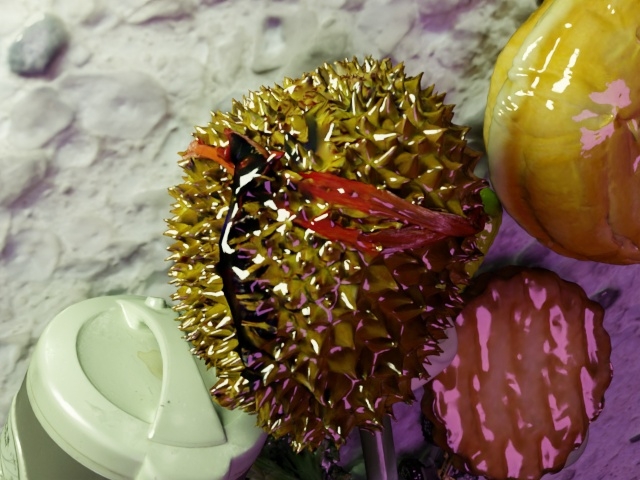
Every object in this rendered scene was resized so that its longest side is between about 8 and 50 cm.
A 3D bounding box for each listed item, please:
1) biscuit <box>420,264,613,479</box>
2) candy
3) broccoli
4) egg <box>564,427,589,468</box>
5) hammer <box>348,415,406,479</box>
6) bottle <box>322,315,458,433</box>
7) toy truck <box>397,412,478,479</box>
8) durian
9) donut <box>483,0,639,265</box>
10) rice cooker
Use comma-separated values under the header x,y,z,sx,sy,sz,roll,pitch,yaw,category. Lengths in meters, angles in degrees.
x,y,z,sx,sy,sz,roll,pitch,yaw,category
0.283,0.194,1.127,0.326,0.107,0.325,-1,93,-24,biscuit
0.171,0.019,1.020,0.097,0.096,0.209,-1,129,-24,candy
-0.060,0.387,1.084,0.262,0.242,0.269,24,65,-29,broccoli
0.404,0.335,1.324,0.114,0.114,0.152,-9,124,-19,egg
0.096,0.331,1.166,0.119,0.206,0.335,-16,109,-24,hammer
0.052,0.160,1.005,0.148,0.147,0.236,22,127,-34,bottle
0.217,0.375,1.270,0.136,0.111,0.285,3,120,-24,toy truck
0.003,0.001,0.767,0.348,0.348,0.384,34,88,-37,durian
0.402,-0.161,0.934,0.449,0.198,0.448,-12,124,-19,donut
-0.211,0.222,0.858,0.288,0.288,0.277,12,120,-31,rice cooker
